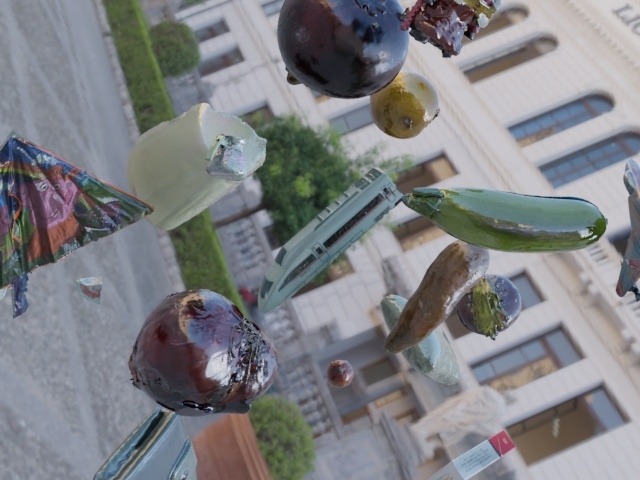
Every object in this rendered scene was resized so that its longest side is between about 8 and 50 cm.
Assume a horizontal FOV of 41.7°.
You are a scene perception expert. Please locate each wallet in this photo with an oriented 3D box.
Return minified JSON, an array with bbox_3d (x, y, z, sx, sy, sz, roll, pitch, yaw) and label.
[{"bbox_3d":[-0.357,0.531,1.801,0.083,0.252,0.360,22,-40,23],"label":"wallet"}]

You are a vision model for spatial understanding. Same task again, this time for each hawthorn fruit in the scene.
[{"bbox_3d":[0.042,0.299,1.921,0.103,0.066,0.067,71,-5,-65],"label":"hawthorn fruit"}]

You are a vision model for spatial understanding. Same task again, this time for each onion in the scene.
[{"bbox_3d":[-0.204,0.209,1.534,0.281,0.280,0.221,75,6,-58],"label":"onion"}]

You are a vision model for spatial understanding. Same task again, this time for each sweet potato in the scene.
[{"bbox_3d":[0.218,0.108,1.613,0.097,0.292,0.097,39,7,-6],"label":"sweet potato"}]

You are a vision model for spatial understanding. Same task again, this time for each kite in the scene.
[{"bbox_3d":[-0.283,-0.015,0.800,0.016,0.321,0.234,37,-43,25],"label":"kite"}]

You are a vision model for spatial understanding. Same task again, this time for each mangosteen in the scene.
[{"bbox_3d":[0.022,-0.338,1.466,0.261,0.235,0.236,-40,-111,50],"label":"mangosteen"}]

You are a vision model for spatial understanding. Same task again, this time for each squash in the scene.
[{"bbox_3d":[0.274,-0.028,1.249,0.094,0.340,0.095,-174,-90,-74],"label":"squash"}]

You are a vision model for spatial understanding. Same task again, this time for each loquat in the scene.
[{"bbox_3d":[0.164,-0.270,1.666,0.141,0.141,0.141,158,-90,-85],"label":"loquat"}]

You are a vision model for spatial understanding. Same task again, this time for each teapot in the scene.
[{"bbox_3d":[-0.144,-0.130,1.283,0.083,0.064,0.064,26,70,-59],"label":"teapot"}]

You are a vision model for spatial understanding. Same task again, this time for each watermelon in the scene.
[{"bbox_3d":[-0.595,0.119,2.197,0.085,0.061,0.085,36,41,-38],"label":"watermelon"}]

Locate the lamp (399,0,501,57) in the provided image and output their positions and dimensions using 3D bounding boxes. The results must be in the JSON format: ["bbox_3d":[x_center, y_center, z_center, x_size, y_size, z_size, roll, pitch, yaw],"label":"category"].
[{"bbox_3d":[0.226,-0.396,1.242,0.118,0.253,0.118,32,13,-8],"label":"lamp"}]

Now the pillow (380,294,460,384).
[{"bbox_3d":[0.294,0.290,2.434,0.255,0.119,0.322,62,12,27],"label":"pillow"}]

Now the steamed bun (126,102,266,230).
[{"bbox_3d":[-0.219,-0.141,1.453,0.170,0.225,0.200,58,22,-1],"label":"steamed bun"}]

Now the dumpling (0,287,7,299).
[{"bbox_3d":[-0.587,0.008,1.392,0.132,0.162,0.250,106,-26,-60],"label":"dumpling"}]

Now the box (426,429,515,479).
[{"bbox_3d":[0.280,0.417,1.566,0.048,0.152,0.100,60,-40,19],"label":"box"}]

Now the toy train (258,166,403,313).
[{"bbox_3d":[0.000,0.000,1.861,0.088,0.407,0.086,50,-4,-28],"label":"toy train"}]

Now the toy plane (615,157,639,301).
[{"bbox_3d":[0.530,-0.036,1.326,0.223,0.104,0.326,-61,-174,36],"label":"toy plane"}]

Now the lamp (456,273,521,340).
[{"bbox_3d":[0.399,0.145,2.008,0.157,0.156,0.135,25,-24,48],"label":"lamp"}]
